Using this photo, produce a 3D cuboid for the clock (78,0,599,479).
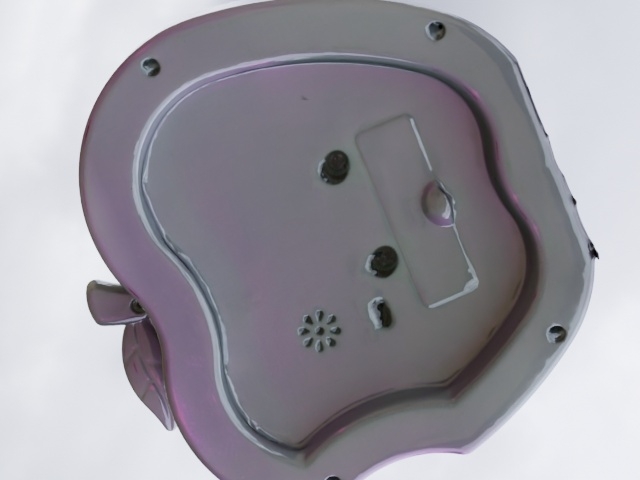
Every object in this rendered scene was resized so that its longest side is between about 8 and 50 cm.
[{"bbox_3d":[0.000,0.000,0.887,0.102,0.338,0.338,-102,-147,-80],"label":"clock"}]
